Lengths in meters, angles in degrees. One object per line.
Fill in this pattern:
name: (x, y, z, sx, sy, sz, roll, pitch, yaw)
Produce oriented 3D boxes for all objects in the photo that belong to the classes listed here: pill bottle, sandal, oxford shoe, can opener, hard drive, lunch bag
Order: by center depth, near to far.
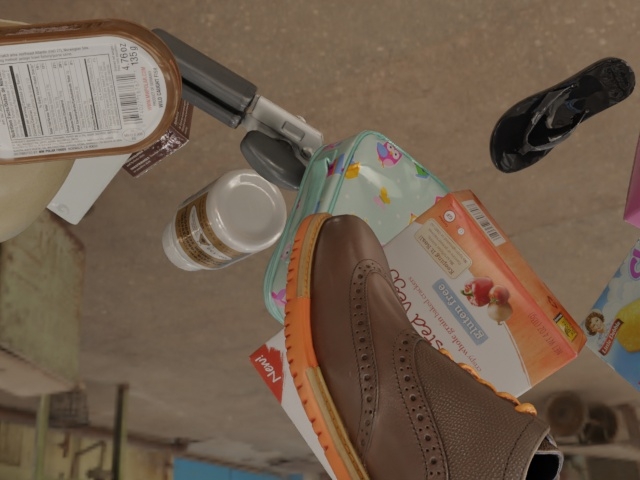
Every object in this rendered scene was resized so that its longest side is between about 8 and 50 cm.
oxford shoe: (0.072, 0.118, 0.528, 0.133, 0.363, 0.130, -26, 144, 13)
lunch bag: (0.054, 0.008, 1.117, 0.224, 0.279, 0.108, 33, 152, -26)
can opener: (-0.120, -0.176, 1.152, 0.280, 0.093, 0.074, 34, 140, -2)
sandal: (0.372, -0.199, 1.365, 0.254, 0.054, 0.097, -37, 107, 15)
pill bottle: (-0.164, -0.023, 1.400, 0.131, 0.131, 0.229, 13, 160, -30)
hard drive: (-0.415, -0.175, 1.429, 0.203, 0.040, 0.307, 36, 129, -15)

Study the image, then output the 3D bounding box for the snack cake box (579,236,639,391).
snack cake box: (0.454, 0.059, 1.074, 0.089, 0.152, 0.264, 16, 111, -38)

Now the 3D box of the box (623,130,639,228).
box: (0.391, -0.060, 0.636, 0.214, 0.117, 0.243, 27, 149, -9)

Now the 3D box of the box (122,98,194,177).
box: (-0.402, -0.283, 1.881, 0.167, 0.168, 0.203, -30, 126, 24)

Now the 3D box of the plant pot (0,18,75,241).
plant pot: (-0.390, -0.104, 0.953, 0.284, 0.284, 0.190, 1, 123, -8)

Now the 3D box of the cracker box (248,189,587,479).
cracker box: (0.074, 0.089, 0.714, 0.232, 0.155, 0.067, -41, 169, 23)

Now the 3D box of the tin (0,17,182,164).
tin: (-0.205, -0.116, 0.684, 0.190, 0.040, 0.106, -6, 111, -4)
